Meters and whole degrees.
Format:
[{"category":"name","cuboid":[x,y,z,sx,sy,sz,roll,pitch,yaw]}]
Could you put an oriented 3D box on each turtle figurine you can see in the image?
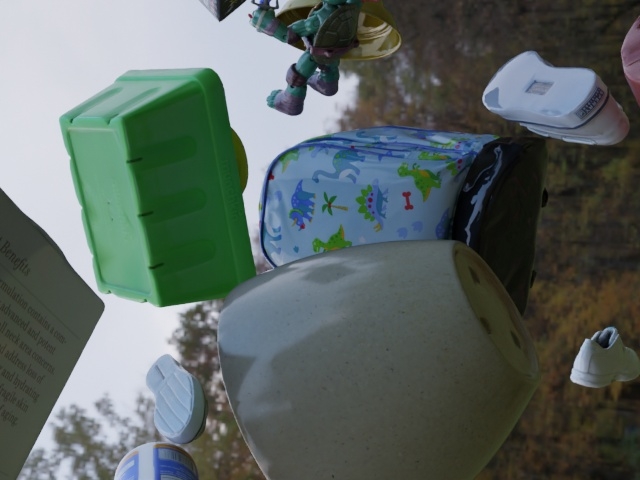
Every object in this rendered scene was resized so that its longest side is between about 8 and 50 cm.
[{"category":"turtle figurine","cuboid":[-0.004,-0.280,1.223,0.175,0.118,0.234,-16,-37,-26]}]

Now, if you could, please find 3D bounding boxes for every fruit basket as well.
[{"category":"fruit basket","cuboid":[-0.208,-0.100,1.509,0.392,0.283,0.392,-9,-77,-47]}]

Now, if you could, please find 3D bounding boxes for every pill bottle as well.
[{"category":"pill bottle","cuboid":[-0.270,0.465,1.556,0.272,0.152,0.152,-121,26,-70]}]

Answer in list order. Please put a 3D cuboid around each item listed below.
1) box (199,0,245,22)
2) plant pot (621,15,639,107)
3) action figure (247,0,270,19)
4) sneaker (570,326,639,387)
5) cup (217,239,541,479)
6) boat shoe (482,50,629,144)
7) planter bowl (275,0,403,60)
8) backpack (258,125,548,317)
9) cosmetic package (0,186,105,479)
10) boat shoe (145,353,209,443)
[{"category":"box","cuboid":[-0.169,-0.402,1.181,0.056,0.183,0.231,-43,-3,-13]},{"category":"plant pot","cuboid":[0.456,-0.133,0.953,0.265,0.272,0.272,47,-137,-28]},{"category":"action figure","cuboid":[-0.091,-0.442,1.665,0.038,0.115,0.030,-15,-114,-46]},{"category":"sneaker","cuboid":[0.506,0.193,1.623,0.212,0.080,0.094,-5,-78,-53]},{"category":"cup","cuboid":[0.088,0.130,0.989,0.331,0.237,0.331,46,-157,-26]},{"category":"boat shoe","cuboid":[0.276,-0.160,1.116,0.084,0.095,0.258,38,-171,-21]},{"category":"planter bowl","cuboid":[0.033,-0.376,1.523,0.217,0.217,0.090,35,-118,-68]},{"category":"backpack","cuboid":[0.090,-0.029,1.264,0.273,0.355,0.290,-13,-63,-43]},{"category":"cosmetic package","cuboid":[-0.481,0.122,0.909,0.329,0.327,0.394,72,-142,-60]},{"category":"boat shoe","cuboid":[-0.250,0.297,1.738,0.094,0.302,0.109,38,-89,-23]}]
